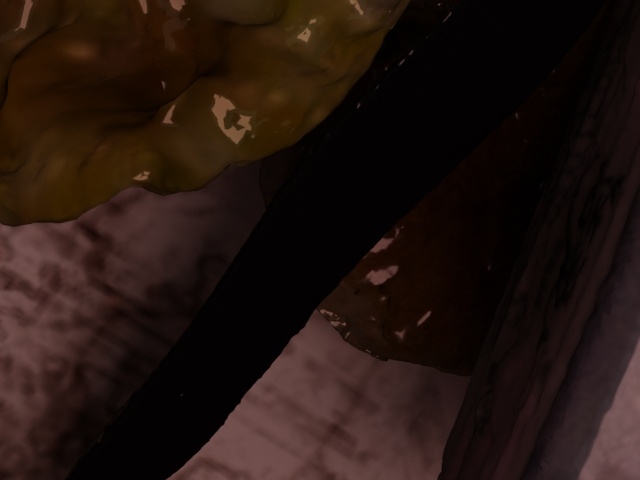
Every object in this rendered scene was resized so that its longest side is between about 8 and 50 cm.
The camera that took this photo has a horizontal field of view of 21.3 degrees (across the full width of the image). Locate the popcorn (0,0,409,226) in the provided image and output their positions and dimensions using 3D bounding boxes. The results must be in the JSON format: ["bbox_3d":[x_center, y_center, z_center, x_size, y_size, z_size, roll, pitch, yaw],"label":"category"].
[{"bbox_3d":[-0.076,-0.119,0.512,0.225,0.173,0.286,44,55,-9],"label":"popcorn"}]

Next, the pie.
[{"bbox_3d":[0.072,-0.029,0.694,0.195,0.046,0.195,-6,112,-15],"label":"pie"}]

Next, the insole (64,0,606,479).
[{"bbox_3d":[0.000,0.000,0.605,0.119,0.009,0.348,-15,152,-52],"label":"insole"}]

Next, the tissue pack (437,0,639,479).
[{"bbox_3d":[0.267,0.062,0.633,0.394,0.124,0.288,21,88,-8],"label":"tissue pack"}]
